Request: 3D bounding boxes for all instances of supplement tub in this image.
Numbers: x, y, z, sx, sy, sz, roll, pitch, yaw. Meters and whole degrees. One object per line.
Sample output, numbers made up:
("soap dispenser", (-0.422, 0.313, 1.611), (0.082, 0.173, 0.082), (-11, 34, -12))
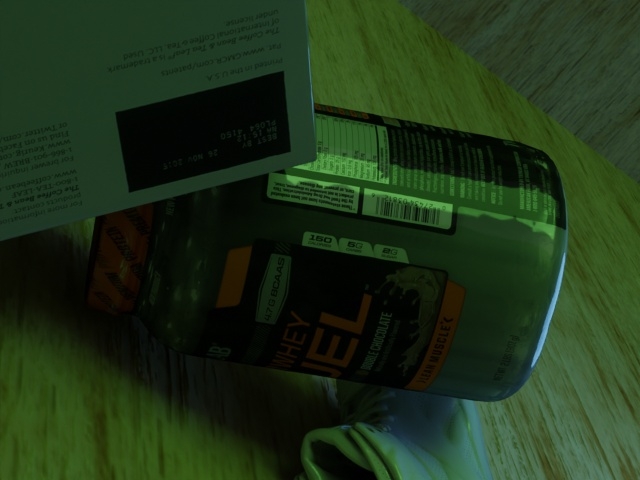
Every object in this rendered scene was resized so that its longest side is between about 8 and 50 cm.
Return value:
("supplement tub", (0.000, 0.000, 1.260), (0.338, 0.207, 0.207), (10, 26, -10))

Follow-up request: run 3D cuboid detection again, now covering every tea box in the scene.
("tea box", (-0.207, -0.187, 1.131), (0.329, 0.220, 0.323), (-15, 41, -13))

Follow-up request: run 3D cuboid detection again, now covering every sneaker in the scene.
("sneaker", (0.046, 0.152, 1.303), (0.169, 0.108, 0.292), (30, 23, -40))
